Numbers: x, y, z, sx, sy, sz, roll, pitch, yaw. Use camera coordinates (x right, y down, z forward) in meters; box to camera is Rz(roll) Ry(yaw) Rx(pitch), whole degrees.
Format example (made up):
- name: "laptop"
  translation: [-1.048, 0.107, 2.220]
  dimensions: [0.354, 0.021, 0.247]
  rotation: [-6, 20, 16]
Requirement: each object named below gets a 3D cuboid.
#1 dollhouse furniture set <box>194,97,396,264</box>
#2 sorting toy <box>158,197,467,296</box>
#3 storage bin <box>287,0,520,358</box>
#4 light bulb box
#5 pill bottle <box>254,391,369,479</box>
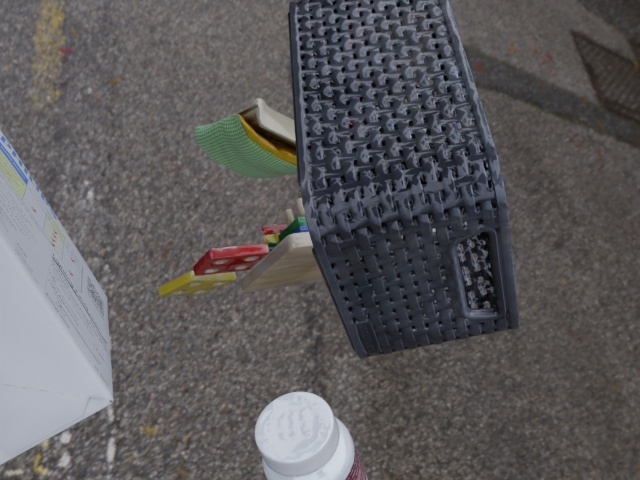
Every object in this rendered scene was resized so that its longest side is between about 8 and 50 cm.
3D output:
- name: "dollhouse furniture set"
  translation: [-0.037, -0.067, 1.152]
  dimensions: [0.302, 0.198, 0.151]
  rotation: [22, 70, -31]
- name: "sorting toy"
  translation: [0.000, 0.000, 0.659]
  dimensions: [0.275, 0.132, 0.046]
  rotation: [-7, 74, -25]
- name: "storage bin"
  translation: [0.040, -0.044, 0.401]
  dimensions: [0.122, 0.084, 0.180]
  rotation: [69, 13, -47]
- name: "light bulb box"
  translation: [-0.484, 0.069, 1.104]
  dimensions: [0.225, 0.361, 0.357]
  rotation: [-28, 114, -6]
- name: "pill bottle"
  translation: [-0.006, 0.301, 1.006]
  dimensions: [0.221, 0.121, 0.121]
  rotation: [72, 27, -42]
